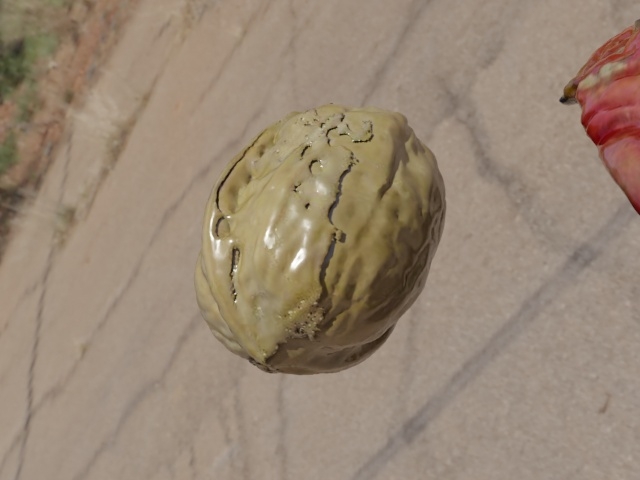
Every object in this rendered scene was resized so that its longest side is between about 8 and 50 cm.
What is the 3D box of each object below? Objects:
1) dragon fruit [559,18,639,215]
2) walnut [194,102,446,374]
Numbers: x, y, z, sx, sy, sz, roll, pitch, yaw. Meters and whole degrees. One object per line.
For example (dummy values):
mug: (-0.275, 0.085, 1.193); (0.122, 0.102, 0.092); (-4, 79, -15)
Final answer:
dragon fruit: (0.290, -0.120, 0.641); (0.329, 0.286, 0.228); (50, 135, 37)
walnut: (0.000, 0.000, 0.843); (0.198, 0.198, 0.245); (-34, 24, 52)
